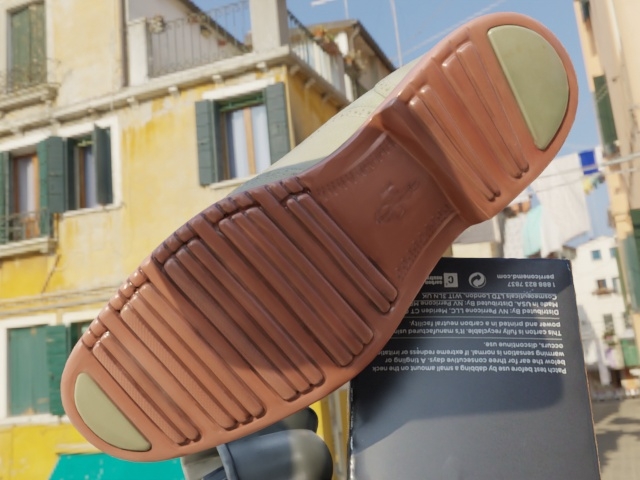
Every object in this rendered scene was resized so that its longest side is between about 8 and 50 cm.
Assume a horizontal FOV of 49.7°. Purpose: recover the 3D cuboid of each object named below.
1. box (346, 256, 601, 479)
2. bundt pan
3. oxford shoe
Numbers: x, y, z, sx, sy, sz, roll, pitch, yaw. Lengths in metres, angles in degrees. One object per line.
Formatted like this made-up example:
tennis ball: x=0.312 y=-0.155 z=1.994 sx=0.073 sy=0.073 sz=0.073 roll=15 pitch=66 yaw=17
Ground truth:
box: x=0.111 y=0.223 z=0.620 sx=0.179 sy=0.312 sz=0.343 roll=1 pitch=-25 yaw=4
bundt pan: x=-0.069 y=0.274 z=0.778 sx=0.124 sy=0.330 sz=0.331 roll=-13 pitch=-8 yaw=-21
oxford shoe: x=0.000 y=0.000 z=0.492 sx=0.397 sy=0.140 sz=0.146 roll=-36 pitch=11 yaw=-8
